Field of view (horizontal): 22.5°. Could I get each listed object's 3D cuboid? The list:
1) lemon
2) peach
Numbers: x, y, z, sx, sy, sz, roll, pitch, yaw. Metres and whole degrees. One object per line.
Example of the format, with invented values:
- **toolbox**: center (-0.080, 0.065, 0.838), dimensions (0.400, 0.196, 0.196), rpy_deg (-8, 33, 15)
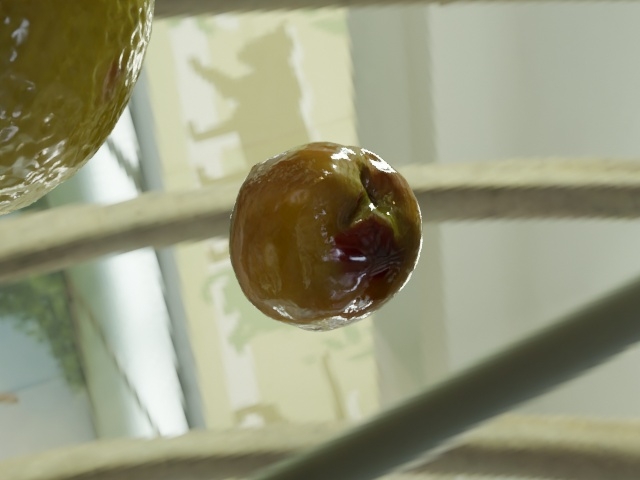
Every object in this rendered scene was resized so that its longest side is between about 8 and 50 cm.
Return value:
- **lemon**: center (-0.197, -0.119, 0.808), dimensions (0.253, 0.228, 0.228), rpy_deg (-100, -175, -51)
- **peach**: center (0.000, 0.000, 1.134), dimensions (0.138, 0.138, 0.138), rpy_deg (163, -90, -74)
